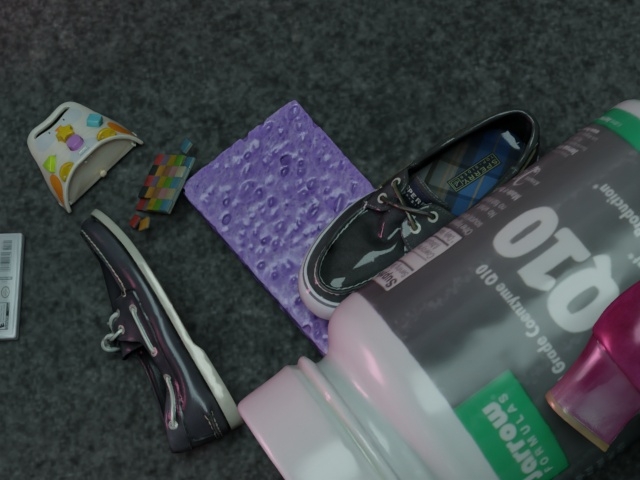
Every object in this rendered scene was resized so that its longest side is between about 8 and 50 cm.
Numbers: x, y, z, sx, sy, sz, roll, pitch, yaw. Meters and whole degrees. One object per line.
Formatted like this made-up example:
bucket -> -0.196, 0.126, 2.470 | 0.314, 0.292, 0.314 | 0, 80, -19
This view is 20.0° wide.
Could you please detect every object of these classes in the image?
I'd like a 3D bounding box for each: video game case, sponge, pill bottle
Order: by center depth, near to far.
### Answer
pill bottle -> 0.136, 0.080, 1.278 | 0.361, 0.204, 0.204 | -36, 72, -4
sponge -> 0.000, 0.000, 1.412 | 0.117, 0.031, 0.210 | -39, 71, -6
video game case -> -0.299, 0.038, 1.450 | 0.122, 0.011, 0.087 | -1, 73, 7

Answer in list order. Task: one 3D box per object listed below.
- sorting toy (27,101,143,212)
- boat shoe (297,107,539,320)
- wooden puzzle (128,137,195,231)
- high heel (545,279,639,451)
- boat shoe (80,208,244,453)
sorting toy -> -0.201, -0.079, 1.464 | 0.083, 0.045, 0.075 | -44, 53, -7
boat shoe -> 0.079, -0.026, 1.357 | 0.228, 0.076, 0.080 | -32, 70, -19
wooden puzzle -> -0.124, -0.045, 1.439 | 0.049, 0.006, 0.083 | 6, 68, 53
high heel -> 0.269, 0.121, 1.178 | 0.244, 0.082, 0.117 | 36, 104, -11
boat shoe -> -0.137, 0.069, 1.386 | 0.065, 0.075, 0.206 | -33, 76, -6
